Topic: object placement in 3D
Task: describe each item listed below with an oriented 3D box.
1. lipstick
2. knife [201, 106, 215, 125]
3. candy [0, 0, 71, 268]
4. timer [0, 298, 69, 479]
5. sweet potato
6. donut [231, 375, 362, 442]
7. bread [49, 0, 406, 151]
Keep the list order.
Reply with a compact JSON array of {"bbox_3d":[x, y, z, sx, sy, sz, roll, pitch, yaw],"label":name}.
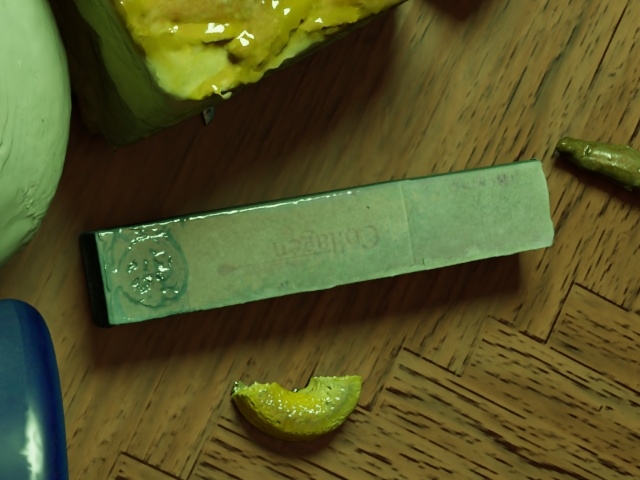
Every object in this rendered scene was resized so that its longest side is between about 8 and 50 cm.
[{"bbox_3d":[0.000,0.000,1.308,0.317,0.068,0.066,-10,91,-17],"label":"lipstick"},{"bbox_3d":[-0.083,-0.124,1.318,0.014,0.005,0.091,-9,93,-18],"label":"knife"},{"bbox_3d":[-0.288,-0.088,1.163,0.295,0.185,0.295,-6,112,-17],"label":"candy"},{"bbox_3d":[-0.344,0.170,1.102,0.383,0.270,0.270,0,89,-15],"label":"timer"},{"bbox_3d":[0.272,-0.053,1.406,0.214,0.050,0.050,-1,89,-11],"label":"sweet potato"},{"bbox_3d":[-0.014,0.108,1.319,0.083,0.038,0.067,31,84,-16],"label":"donut"},{"bbox_3d":[-0.072,-0.237,1.208,0.279,0.207,0.279,-28,95,-22],"label":"bread"}]
